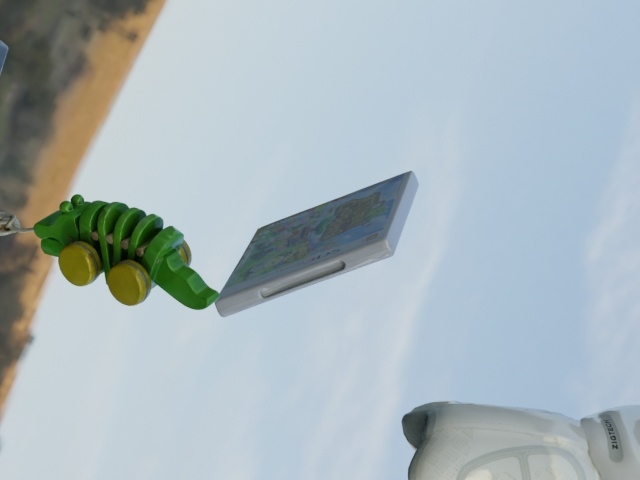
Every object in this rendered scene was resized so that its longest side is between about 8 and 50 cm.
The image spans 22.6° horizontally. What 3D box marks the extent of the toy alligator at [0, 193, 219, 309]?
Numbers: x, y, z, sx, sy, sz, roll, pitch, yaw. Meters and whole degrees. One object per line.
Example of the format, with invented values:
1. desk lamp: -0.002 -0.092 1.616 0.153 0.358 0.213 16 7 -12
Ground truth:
1. toy alligator: -0.145 -0.006 1.025 0.056 0.189 0.051 -35 137 -49

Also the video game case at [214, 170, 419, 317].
1. video game case: 0.000 0.000 1.666 0.193 0.023 0.212 -20 -164 17

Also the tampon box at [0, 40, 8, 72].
1. tampon box: -0.295 -0.115 1.000 0.101 0.161 0.120 -37 -152 23

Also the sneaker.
1. sneaker: 0.047 0.182 0.671 0.110 0.118 0.292 -104 -150 -60
